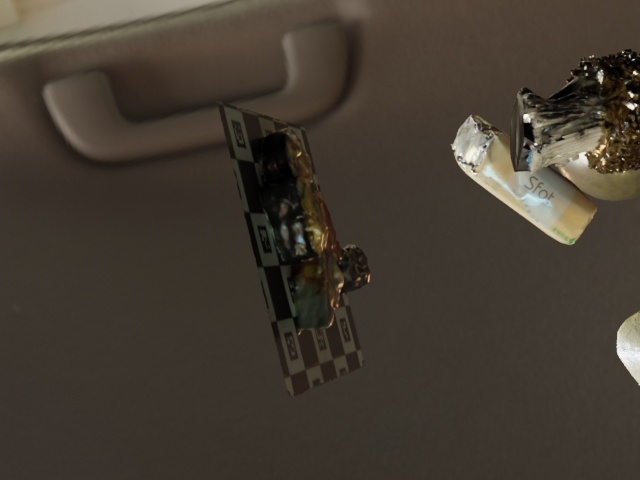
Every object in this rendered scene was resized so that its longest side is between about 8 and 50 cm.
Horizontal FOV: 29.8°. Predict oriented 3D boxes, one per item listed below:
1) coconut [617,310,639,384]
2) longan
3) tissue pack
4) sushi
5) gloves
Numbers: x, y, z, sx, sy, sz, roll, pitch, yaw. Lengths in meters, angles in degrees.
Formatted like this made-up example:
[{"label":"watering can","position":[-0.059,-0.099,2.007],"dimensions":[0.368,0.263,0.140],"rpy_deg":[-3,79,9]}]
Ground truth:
[{"label":"coconut","position":[0.475,0.148,1.674],"dimensions":[0.116,0.116,0.122],"rpy_deg":[0,-175,27]},{"label":"longan","position":[0.531,-0.197,2.156],"dimensions":[0.248,0.248,0.248],"rpy_deg":[-13,-148,8]},{"label":"tissue pack","position":[0.322,-0.101,1.936],"dimensions":[0.090,0.222,0.186],"rpy_deg":[-52,-166,10]},{"label":"sushi","position":[0.000,0.000,1.485],"dimensions":[0.064,0.343,0.359],"rpy_deg":[-15,176,14]},{"label":"gloves","position":[0.363,-0.147,1.365],"dimensions":[0.312,0.210,0.135],"rpy_deg":[-21,-121,2]}]
